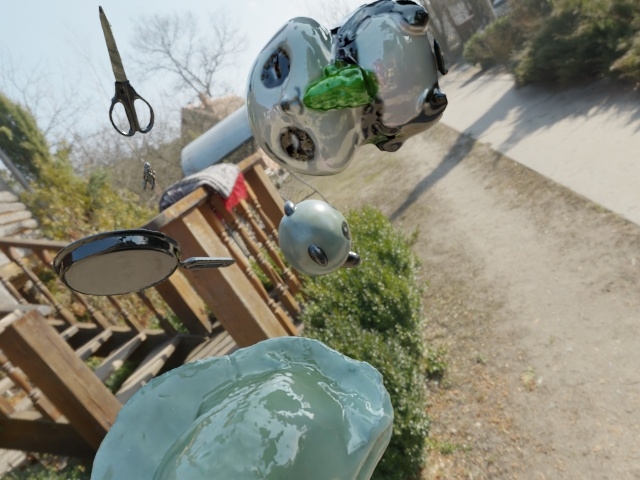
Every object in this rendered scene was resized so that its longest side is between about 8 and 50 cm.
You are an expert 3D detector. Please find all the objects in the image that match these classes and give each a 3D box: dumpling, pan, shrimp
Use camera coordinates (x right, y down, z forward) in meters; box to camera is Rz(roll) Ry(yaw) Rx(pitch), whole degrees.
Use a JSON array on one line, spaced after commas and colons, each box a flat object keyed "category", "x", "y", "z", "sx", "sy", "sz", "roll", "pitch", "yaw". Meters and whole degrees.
[{"category": "dumpling", "x": -0.074, "y": 0.251, "z": 0.442, "sx": 0.320, "sy": 0.270, "sz": 0.211, "roll": -25, "pitch": -2, "yaw": -42}, {"category": "pan", "x": -0.197, "y": 0.032, "z": 0.537, "sx": 0.136, "sy": 0.028, "sz": 0.235, "roll": -35, "pitch": -24, "yaw": 32}, {"category": "shrimp", "x": -0.526, "y": -0.193, "z": 1.330, "sx": 0.038, "sy": 0.092, "sz": 0.029, "roll": 4, "pitch": 10, "yaw": -27}]

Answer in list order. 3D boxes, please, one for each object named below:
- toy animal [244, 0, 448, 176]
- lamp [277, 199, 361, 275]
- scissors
[{"category": "toy animal", "x": 0.027, "y": -0.205, "z": 0.597, "sx": 0.266, "sy": 0.213, "sz": 0.212, "roll": -21, "pitch": 13, "yaw": -5}, {"category": "lamp", "x": 0.000, "y": 0.000, "z": 1.096, "sx": 0.197, "sy": 0.198, "sz": 0.244, "roll": -29, "pitch": -23, "yaw": 20}, {"category": "scissors", "x": -0.489, "y": -0.403, "z": 1.052, "sx": 0.109, "sy": 0.300, "sz": 0.022, "roll": -20, "pitch": 35, "yaw": -23}]
